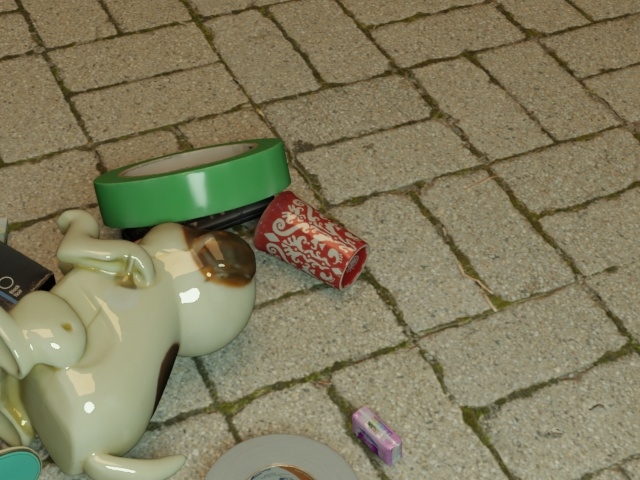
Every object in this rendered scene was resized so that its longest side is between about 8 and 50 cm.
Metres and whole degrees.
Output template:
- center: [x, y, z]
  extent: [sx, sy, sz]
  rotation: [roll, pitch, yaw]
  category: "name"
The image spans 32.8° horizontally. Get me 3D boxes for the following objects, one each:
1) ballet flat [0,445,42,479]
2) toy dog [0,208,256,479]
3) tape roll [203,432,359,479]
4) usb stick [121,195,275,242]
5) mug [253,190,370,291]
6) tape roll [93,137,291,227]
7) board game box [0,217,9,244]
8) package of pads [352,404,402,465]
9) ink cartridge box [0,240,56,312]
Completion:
- center: [-0.483, 0.358, 1.435]
  extent: [0.086, 0.086, 0.248]
  rotation: [33, 53, 27]
  category: "ballet flat"
- center: [-0.269, 0.117, 1.559]
  extent: [0.395, 0.284, 0.408]
  rotation: [32, 48, 26]
  category: "toy dog"
- center: [-0.052, 0.367, 1.457]
  extent: [0.219, 0.072, 0.219]
  rotation: [2, 44, -2]
  category: "tape roll"
- center: [-0.206, -0.037, 1.889]
  extent: [0.278, 0.045, 0.077]
  rotation: [-21, 53, -24]
  category: "usb stick"
- center: [-0.001, -0.005, 1.826]
  extent: [0.169, 0.113, 0.150]
  rotation: [30, 51, 21]
  category: "mug"
- center: [-0.212, -0.099, 1.811]
  extent: [0.321, 0.077, 0.321]
  rotation: [-11, 13, 3]
  category: "tape roll"
- center: [-0.607, 0.008, 1.826]
  extent: [0.154, 0.026, 0.103]
  rotation: [-3, 44, -7]
  category: "board game box"
- center: [0.082, 0.282, 1.570]
  extent: [0.032, 0.050, 0.083]
  rotation: [-33, 55, -26]
  category: "package of pads"
- center: [-0.600, 0.045, 1.732]
  extent: [0.333, 0.065, 0.165]
  rotation: [26, 55, 17]
  category: "ink cartridge box"
